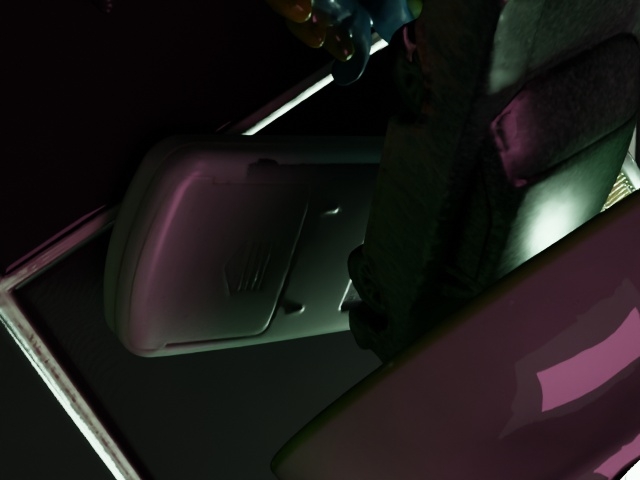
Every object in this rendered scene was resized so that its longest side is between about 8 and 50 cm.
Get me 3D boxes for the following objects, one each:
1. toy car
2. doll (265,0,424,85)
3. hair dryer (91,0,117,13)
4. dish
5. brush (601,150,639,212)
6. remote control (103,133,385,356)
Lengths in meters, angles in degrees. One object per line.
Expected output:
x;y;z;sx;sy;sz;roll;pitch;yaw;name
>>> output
0.096;-0.040;0.569;0.141;0.097;0.320;-29;152;-26;toy car
0.106;-0.228;0.526;0.346;0.099;0.341;-53;151;2;doll
-0.070;-0.197;0.446;0.173;0.050;0.194;-27;142;-24;hair dryer
0.138;0.088;0.607;0.324;0.124;0.324;-33;168;-8;dish
0.260;-0.033;0.899;0.060;0.068;0.297;-35;147;15;brush
0.000;0.000;0.669;0.296;0.056;0.140;-4;121;-41;remote control
